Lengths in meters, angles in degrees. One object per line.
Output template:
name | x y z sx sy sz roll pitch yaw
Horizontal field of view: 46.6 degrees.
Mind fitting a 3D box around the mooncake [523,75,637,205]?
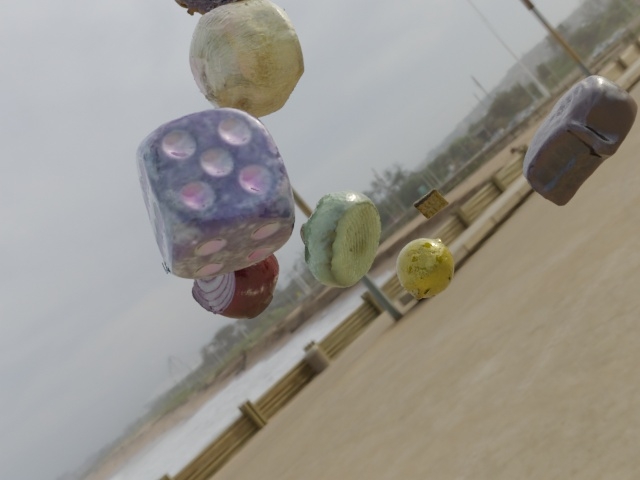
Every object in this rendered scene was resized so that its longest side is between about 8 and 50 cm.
mooncake | 0.665 -0.260 1.963 0.334 0.174 0.326 -55 1 -10

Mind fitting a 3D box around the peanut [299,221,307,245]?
peanut | 0.000 0.000 1.664 0.076 0.076 0.152 -41 -35 -3

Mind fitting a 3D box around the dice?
dice | -0.222 -0.093 1.552 0.271 0.270 0.270 -17 -21 -18

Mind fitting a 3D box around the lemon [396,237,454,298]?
lemon | 0.311 0.085 2.215 0.173 0.173 0.206 -43 27 49

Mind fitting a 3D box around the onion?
onion | -0.206 0.093 1.995 0.207 0.206 0.216 -16 -44 -44

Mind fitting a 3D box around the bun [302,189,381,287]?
bun | 0.032 -0.008 1.466 0.195 0.118 0.195 -31 -50 -44

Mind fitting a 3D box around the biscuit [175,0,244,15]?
biscuit | -0.331 -0.824 2.329 0.289 0.334 0.081 -24 -24 0

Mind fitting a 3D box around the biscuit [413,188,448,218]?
biscuit | 0.326 -0.108 2.194 0.083 0.081 0.018 -38 38 19

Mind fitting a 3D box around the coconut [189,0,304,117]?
coconut | -0.198 -0.451 1.890 0.254 0.297 0.297 -20 -9 -17
